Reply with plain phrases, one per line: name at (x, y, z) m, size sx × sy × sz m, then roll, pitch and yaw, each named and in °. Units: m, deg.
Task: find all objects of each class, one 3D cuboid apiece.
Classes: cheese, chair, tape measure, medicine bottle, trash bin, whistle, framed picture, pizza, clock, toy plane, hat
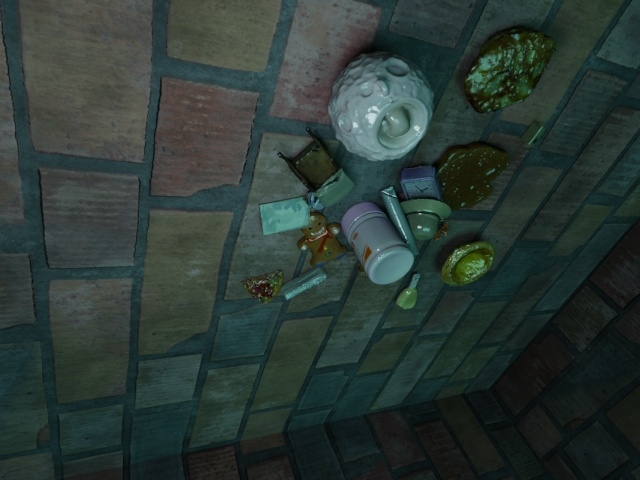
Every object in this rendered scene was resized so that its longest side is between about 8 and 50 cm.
cheese at (0.489, 0.276, 2.397) m, size 0.127 × 0.050 × 0.256 m, roll -6°, pitch 130°, yaw -20°
chair at (-0.005, -0.253, 1.576) m, size 0.160 × 0.186 × 0.319 m, roll -41°, pitch 165°, yaw 7°
tape measure at (-0.012, -0.170, 1.719) m, size 0.091 × 0.054 × 0.094 m, roll -13°, pitch 117°, yaw -24°
medicine bottle at (0.230, 0.007, 1.823) m, size 0.202 × 0.316 × 0.202 m, roll -13°, pitch 135°, yaw -14°
trash bin at (0.936, -0.470, 1.928) m, size 0.042 × 0.061 × 0.092 m, roll 11°, pitch 121°, yaw -34°
whistle at (0.336, -0.075, 1.846) m, size 0.062 × 0.313 × 0.062 m, roll -22°, pitch 178°, yaw -1°
framed picture at (-0.138, -0.098, 1.733) m, size 0.200 × 0.010 × 0.136 m, roll -12°, pitch 118°, yaw -16°
pizza at (-0.264, 0.219, 1.955) m, size 0.193 × 0.053 × 0.201 m, roll 2°, pitch 129°, yaw -29°
clock at (0.423, -0.221, 1.840) m, size 0.144 × 0.073 × 0.193 m, roll -5°, pitch 144°, yaw 25°
toy plane at (0.540, -0.040, 2.131) m, size 0.188 × 0.062 × 0.135 m, roll -13°, pitch 136°, yaw 3°
hat at (0.434, -0.070, 1.900) m, size 0.256 × 0.130 × 0.257 m, roll 5°, pitch 160°, yaw 2°

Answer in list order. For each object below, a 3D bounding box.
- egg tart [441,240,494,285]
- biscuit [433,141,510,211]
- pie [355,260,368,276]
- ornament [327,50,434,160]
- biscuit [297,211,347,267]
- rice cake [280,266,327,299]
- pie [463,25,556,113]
egg tart at (0.765, 0.103, 2.322) m, size 0.318 × 0.128 × 0.319 m, roll -13°, pitch 132°, yaw -15°
biscuit at (0.656, -0.288, 1.942) m, size 0.380 × 0.074 × 0.359 m, roll -26°, pitch 136°, yaw -5°
pie at (0.289, 0.085, 1.980) m, size 0.274 × 0.274 × 0.055 m, roll -24°, pitch 107°, yaw -5°
ornament at (0.187, -0.432, 1.403) m, size 0.336 × 0.337 × 0.337 m, roll -14°, pitch 135°, yaw -15°
biscuit at (0.002, 0.001, 1.899) m, size 0.205 × 0.049 × 0.324 m, roll -24°, pitch 135°, yaw -4°
rice cake at (-0.079, 0.193, 2.005) m, size 0.226 × 0.085 × 0.040 m, roll -29°, pitch 129°, yaw 0°
pie at (0.686, -0.630, 1.621) m, size 0.354 × 0.103 × 0.289 m, roll -20°, pitch 136°, yaw -4°
